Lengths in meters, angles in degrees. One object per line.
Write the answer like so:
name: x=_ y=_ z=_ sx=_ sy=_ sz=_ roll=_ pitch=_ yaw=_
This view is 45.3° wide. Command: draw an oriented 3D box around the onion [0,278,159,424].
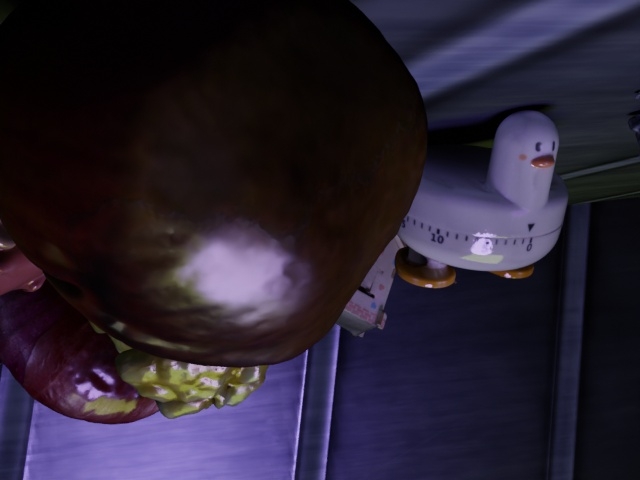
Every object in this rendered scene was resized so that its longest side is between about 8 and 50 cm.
onion: x=-0.296 y=0.078 z=1.097 sx=0.347 sy=0.347 sz=0.285 roll=-4 pitch=149 yaw=-50

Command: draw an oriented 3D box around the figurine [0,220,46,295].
figurine: x=-0.284 y=-0.033 z=0.561 sx=0.207 sy=0.166 sz=0.387 roll=27 pitch=-168 yaw=19

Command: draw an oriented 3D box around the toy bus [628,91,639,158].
toy bus: x=0.455 y=-0.135 z=0.923 sx=0.138 sy=0.097 sz=0.342 roll=-16 pitch=173 yaw=20

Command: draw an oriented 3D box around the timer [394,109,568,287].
timer: x=0.204 y=-0.070 z=0.988 sx=0.233 sy=0.240 sz=0.233 roll=5 pitch=-155 yaw=-2

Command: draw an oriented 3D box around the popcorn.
popcorn: x=-0.138 y=0.032 z=0.890 sx=0.274 sy=0.335 sz=0.279 roll=-23 pitch=133 yaw=18

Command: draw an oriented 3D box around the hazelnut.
hazelnut: x=-0.067 y=-0.049 z=0.407 sx=0.229 sy=0.229 sz=0.229 roll=-7 pitch=177 yaw=0

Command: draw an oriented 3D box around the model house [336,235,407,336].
model house: x=0.000 y=0.000 z=1.391 sx=0.326 sy=0.244 sz=0.169 roll=30 pitch=160 yaw=-21
